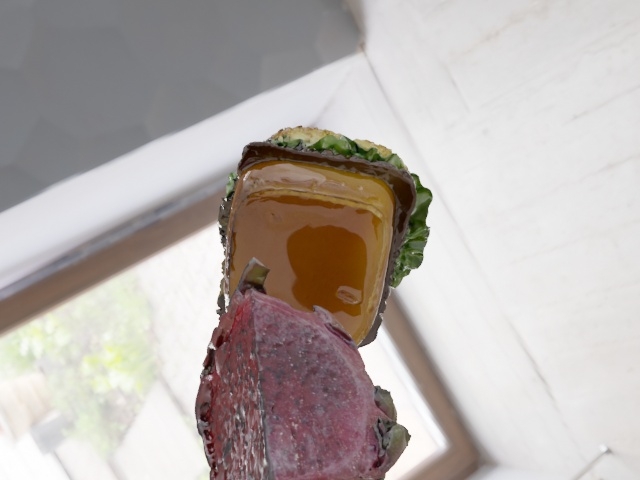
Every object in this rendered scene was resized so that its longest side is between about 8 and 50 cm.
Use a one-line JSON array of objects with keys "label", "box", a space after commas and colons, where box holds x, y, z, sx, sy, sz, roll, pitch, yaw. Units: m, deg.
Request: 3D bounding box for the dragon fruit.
[{"label": "dragon fruit", "box": [-0.004, 0.095, 0.564, 0.147, 0.096, 0.102, -104, 26, -44]}]

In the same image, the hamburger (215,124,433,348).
[{"label": "hamburger", "box": [0.000, 0.000, 0.739, 0.137, 0.087, 0.166, 12, 129, -2]}]
